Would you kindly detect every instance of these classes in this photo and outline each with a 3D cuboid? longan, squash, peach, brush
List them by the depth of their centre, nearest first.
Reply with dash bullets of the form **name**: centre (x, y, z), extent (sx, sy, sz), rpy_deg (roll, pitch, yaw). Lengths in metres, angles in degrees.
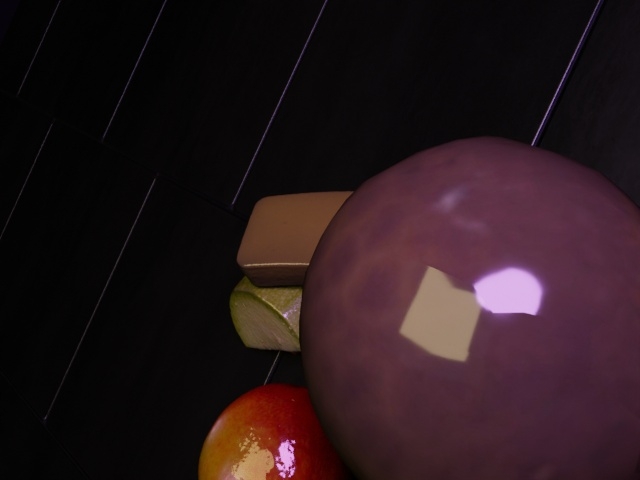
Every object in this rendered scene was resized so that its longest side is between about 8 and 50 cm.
- **longan**: centre (0.148, 0.093, 0.843), extent (0.404, 0.336, 0.405), rpy_deg (45, 142, 51)
- **peach**: centre (-0.047, 0.259, 1.075), extent (0.197, 0.197, 0.197), rpy_deg (-21, 58, 39)
- **brush**: centre (0.000, 0.000, 1.172), extent (0.197, 0.059, 0.123), rpy_deg (-1, 52, 20)
- **squash**: centre (-0.067, 0.053, 1.240), extent (0.192, 0.085, 0.184), rpy_deg (-8, 64, 56)

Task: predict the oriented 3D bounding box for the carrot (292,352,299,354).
- **carrot**: centre (-0.010, 0.115, 1.217), extent (0.093, 0.032, 0.032), rpy_deg (-49, 44, 23)
